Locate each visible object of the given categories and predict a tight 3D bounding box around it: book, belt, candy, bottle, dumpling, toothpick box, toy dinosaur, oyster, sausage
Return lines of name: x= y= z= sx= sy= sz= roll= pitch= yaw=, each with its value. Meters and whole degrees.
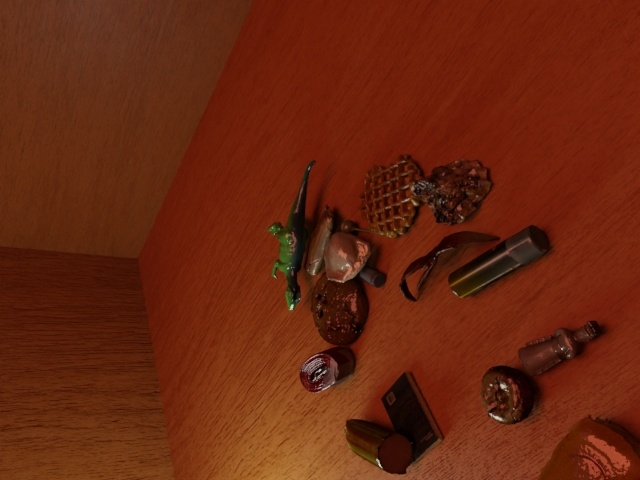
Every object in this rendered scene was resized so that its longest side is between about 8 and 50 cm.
book: x=0.273 y=0.542 z=1.701 sx=0.160 sy=0.024 sz=0.228 roll=-57 pitch=42 yaw=34
belt: x=0.028 y=0.458 z=1.987 sx=0.201 sy=0.124 sz=0.128 roll=-40 pitch=69 yaw=37
candy: x=0.151 y=-0.034 z=1.977 sx=0.202 sy=0.061 sz=0.061 roll=12 pitch=94 yaw=47
bottle: x=0.465 y=0.060 z=1.468 sx=0.286 sy=0.082 sz=0.082 roll=-41 pitch=52 yaw=44
dumpling: x=0.074 y=0.060 z=1.968 sx=0.252 sy=0.131 sz=0.179 roll=19 pitch=87 yaw=53
toothpick box: x=0.178 y=0.124 z=1.894 sx=0.083 sy=0.052 sz=0.052 roll=31 pitch=109 yaw=55
toy dinosaur: x=0.355 y=0.067 z=1.608 sx=0.327 sy=0.113 sz=0.206 roll=-47 pitch=6 yaw=13
oyster: x=0.384 y=-0.155 z=1.633 sx=0.223 sy=0.083 sz=0.214 roll=-52 pitch=47 yaw=27
toy dinosaur: x=-0.090 y=-0.017 z=2.149 sx=0.375 sy=0.143 sz=0.500 roll=-105 pitch=28 yaw=-43
sausage: x=0.153 y=0.636 z=1.759 sx=0.117 sy=0.125 sz=0.317 roll=-54 pitch=19 yaw=-21

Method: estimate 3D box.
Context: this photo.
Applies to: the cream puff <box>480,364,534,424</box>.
cream puff: x=0.472 y=0.387 z=1.395 sx=0.149 sy=0.084 sz=0.149 roll=-14 pitch=74 yaw=58

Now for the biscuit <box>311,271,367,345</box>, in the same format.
biscuit: x=0.056 y=0.240 z=2.027 sx=0.296 sy=0.075 sz=0.296 roll=-13 pitch=73 yaw=53

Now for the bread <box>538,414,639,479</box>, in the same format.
bread: x=0.583 y=0.503 z=1.183 sx=0.174 sy=0.121 sz=0.246 roll=49 pitch=121 yaw=49

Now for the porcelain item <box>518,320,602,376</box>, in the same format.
porcelain item: x=0.568 y=0.247 z=1.309 sx=0.213 sy=0.054 sz=0.084 roll=-45 pitch=52 yaw=42

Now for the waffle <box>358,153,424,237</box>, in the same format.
waffle: x=0.233 y=-0.155 z=1.863 sx=0.300 sy=0.058 sz=0.282 roll=17 pitch=96 yaw=55

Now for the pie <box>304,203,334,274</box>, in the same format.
pie: x=0.000 y=0.000 z=2.152 sx=0.129 sy=0.068 sz=0.283 roll=-112 pitch=35 yaw=-59
